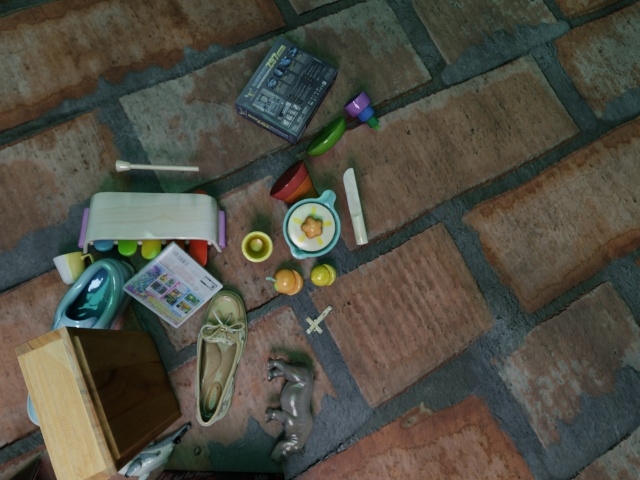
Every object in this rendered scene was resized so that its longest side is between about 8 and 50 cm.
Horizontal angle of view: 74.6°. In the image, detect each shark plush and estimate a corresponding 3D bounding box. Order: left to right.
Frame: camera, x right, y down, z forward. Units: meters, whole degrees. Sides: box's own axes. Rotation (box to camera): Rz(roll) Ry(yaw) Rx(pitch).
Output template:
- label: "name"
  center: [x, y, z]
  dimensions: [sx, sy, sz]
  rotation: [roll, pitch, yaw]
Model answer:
- label: "shark plush"
  center: [-0.352, 0.435, 0.882]
  dimensions: [0.161, 0.073, 0.067]
  rotation: [-37, 54, -9]

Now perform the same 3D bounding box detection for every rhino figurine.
- label: "rhino figurine"
  center: [-0.068, 0.381, 0.918]
  dimensions: [0.106, 0.073, 0.244]
  rotation: [2, 78, -4]

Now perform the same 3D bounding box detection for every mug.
- label: "mug"
  center: [-0.549, 0.062, 0.935]
  dimensions: [0.078, 0.062, 0.064]
  rotation: [-19, 87, 34]

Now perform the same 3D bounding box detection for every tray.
- label: "tray"
  center: [-0.349, 0.262, 0.735]
  dimensions: [0.076, 0.411, 0.203]
  rotation: [-24, 81, -11]

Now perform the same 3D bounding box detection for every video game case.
- label: "video game case"
  center: [-0.319, 0.100, 0.921]
  dimensions: [0.143, 0.019, 0.157]
  rotation: [-42, 123, -3]

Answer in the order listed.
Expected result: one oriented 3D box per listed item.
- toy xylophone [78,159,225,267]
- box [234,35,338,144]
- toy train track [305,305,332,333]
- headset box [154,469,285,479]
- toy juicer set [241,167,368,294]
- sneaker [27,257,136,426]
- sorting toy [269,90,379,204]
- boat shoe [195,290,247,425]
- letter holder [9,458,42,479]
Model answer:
- label: "toy xylophone"
  center: [-0.373, -0.064, 0.959]
  dimensions: [0.322, 0.081, 0.237]
  rotation: [7, 62, -10]
- label: "box"
  center: [-0.087, -0.393, 1.101]
  dimensions: [0.183, 0.059, 0.233]
  rotation: [29, 76, 0]
- label: "toy train track"
  center: [-0.003, 0.188, 1.000]
  dimensions: [0.048, 0.014, 0.083]
  rotation: [43, 75, 4]
- label: "headset box"
  center: [-0.212, 0.523, 0.792]
  dimensions: [0.292, 0.218, 0.110]
  rotation: [6, 76, -7]
- label: "toy juicer set"
  center: [0.000, 0.000, 0.980]
  dimensions: [0.328, 0.089, 0.209]
  rotation: [-34, 99, -7]
- label: "sneaker"
  center: [-0.512, 0.199, 0.863]
  dimensions: [0.135, 0.150, 0.366]
  rotation: [17, 74, -1]
- label: "sorting toy"
  center: [0.033, -0.209, 1.065]
  dimensions: [0.126, 0.127, 0.366]
  rotation: [44, 77, -20]
- label: "boat shoe"
  center: [-0.218, 0.250, 0.920]
  dimensions: [0.104, 0.089, 0.286]
  rotation: [3, 76, -6]
- label: "letter holder"
  center: [-0.609, 0.599, 0.765]
  dimensions: [0.301, 0.214, 0.152]
  rotation: [-40, 111, -13]
